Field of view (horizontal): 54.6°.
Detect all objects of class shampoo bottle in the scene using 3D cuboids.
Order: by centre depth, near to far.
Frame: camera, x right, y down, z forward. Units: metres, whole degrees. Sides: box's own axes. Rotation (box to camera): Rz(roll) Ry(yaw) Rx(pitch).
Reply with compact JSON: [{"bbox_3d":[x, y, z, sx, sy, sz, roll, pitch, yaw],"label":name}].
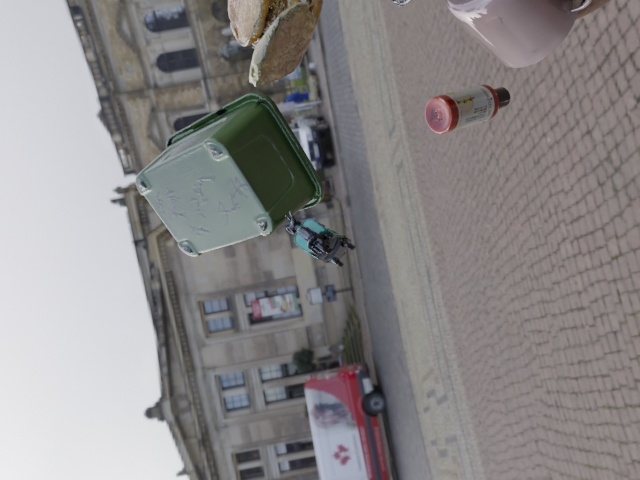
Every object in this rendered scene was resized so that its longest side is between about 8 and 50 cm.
[{"bbox_3d":[0.426,-0.379,1.750,0.104,0.278,0.104,34,134,43],"label":"shampoo bottle"}]

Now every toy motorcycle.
[{"bbox_3d":[0.000,0.000,1.087,0.100,0.058,0.173,34,-174,20],"label":"toy motorcycle"}]

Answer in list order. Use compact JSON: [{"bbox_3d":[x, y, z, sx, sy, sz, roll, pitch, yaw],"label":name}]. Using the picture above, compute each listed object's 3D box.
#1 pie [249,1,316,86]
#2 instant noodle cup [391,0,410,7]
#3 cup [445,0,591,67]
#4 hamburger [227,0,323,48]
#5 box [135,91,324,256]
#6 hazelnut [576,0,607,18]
[{"bbox_3d":[-0.078,-0.436,1.373,0.218,0.052,0.185,-41,-13,-49],"label":"pie"},{"bbox_3d":[0.136,-0.636,1.296,0.217,0.208,0.217,-54,24,37],"label":"instant noodle cup"},{"bbox_3d":[0.386,-0.472,1.195,0.253,0.201,0.191,3,74,52],"label":"cup"},{"bbox_3d":[-0.127,-0.638,1.705,0.261,0.211,0.244,-5,84,53],"label":"hamburger"},{"bbox_3d":[-0.189,-0.108,1.217,0.252,0.329,0.177,56,-134,-19],"label":"box"},{"bbox_3d":[0.653,-0.737,1.588,0.372,0.316,0.372,-171,90,-84],"label":"hazelnut"}]
